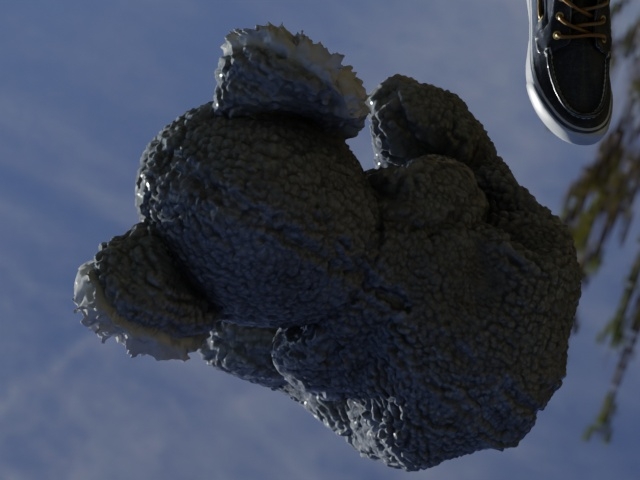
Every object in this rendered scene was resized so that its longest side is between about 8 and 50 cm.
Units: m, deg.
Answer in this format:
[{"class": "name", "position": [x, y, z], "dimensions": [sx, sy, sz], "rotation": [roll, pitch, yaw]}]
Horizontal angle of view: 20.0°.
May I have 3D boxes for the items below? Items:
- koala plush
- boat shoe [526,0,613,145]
[{"class": "koala plush", "position": [0.000, 0.000, 0.886], "dimensions": [0.221, 0.196, 0.203], "rotation": [33, -173, -41]}, {"class": "boat shoe", "position": [0.194, -0.168, 1.390], "dimensions": [0.065, 0.083, 0.183], "rotation": [1, -120, -11]}]
